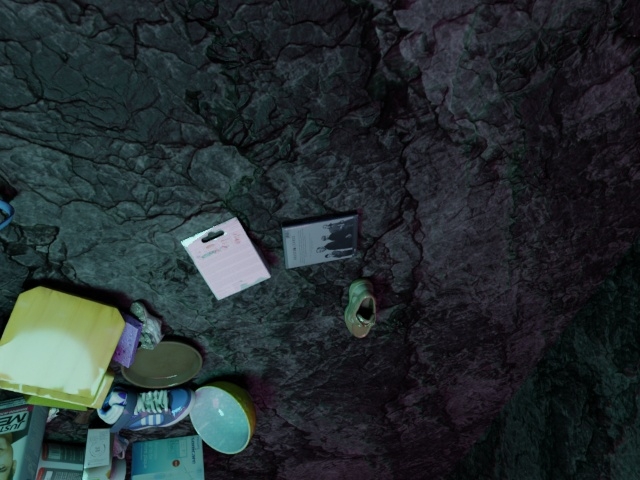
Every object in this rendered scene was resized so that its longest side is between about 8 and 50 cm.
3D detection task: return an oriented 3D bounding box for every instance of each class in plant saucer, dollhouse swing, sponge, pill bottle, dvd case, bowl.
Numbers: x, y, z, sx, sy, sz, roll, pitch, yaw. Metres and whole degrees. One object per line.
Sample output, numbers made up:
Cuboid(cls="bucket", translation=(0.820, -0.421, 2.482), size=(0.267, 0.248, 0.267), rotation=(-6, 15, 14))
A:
Cuboid(cls="plant saucer", translation=(-0.894, 0.518, 1.629), size=(0.188, 0.188, 0.045), rotation=(23, 77, -33))
Cuboid(cls="dollhouse swing", translation=(-0.802, 0.316, 1.483), size=(0.346, 0.305, 0.315), rotation=(22, 164, -23))
Cuboid(cls="sponge", translation=(-0.645, 0.314, 1.549), size=(0.117, 0.031, 0.210), rotation=(29, 125, 3))
Cuboid(cls="pill bottle", translation=(-0.991, 0.938, 1.926), size=(0.363, 0.210, 0.210), rotation=(27, 119, -35))
Cuboid(cls="dvd case", translation=(0.000, 0.000, 1.510), size=(0.238, 0.030, 0.179), rotation=(-9, 134, -9))
Cuboid(cls="bowl", translation=(-0.358, 0.668, 1.900), size=(0.289, 0.289, 0.156), rotation=(-53, 169, 28))
Cuboid(cls="plant saucer", translation=(-0.565, 0.436, 1.721), size=(0.277, 0.041, 0.278), rotation=(-9, 133, -10))

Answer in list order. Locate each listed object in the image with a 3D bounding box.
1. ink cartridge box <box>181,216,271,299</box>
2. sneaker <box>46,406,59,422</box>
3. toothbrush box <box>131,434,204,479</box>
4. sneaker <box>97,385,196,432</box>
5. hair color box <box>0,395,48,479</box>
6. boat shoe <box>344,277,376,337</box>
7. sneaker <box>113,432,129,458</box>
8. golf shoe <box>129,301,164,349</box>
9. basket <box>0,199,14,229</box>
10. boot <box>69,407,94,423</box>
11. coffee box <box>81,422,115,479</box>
Cuboid(cls="ink cartridge box", translation=(-0.281, 0.050, 1.465), size=(0.189, 0.066, 0.232), rotation=(-24, 113, 4))
Cuboid(cls="sneaker", translation=(-0.992, 0.648, 1.783), size=(0.037, 0.032, 0.083), rotation=(13, 127, -30))
Cuboid(cls="toothbrush box", translation=(-0.658, 0.983, 2.074), size=(0.295, 0.216, 0.126), rotation=(2, 131, -19))
Cuboid(cls="sneaker", translation=(-0.657, 0.606, 1.779), size=(0.322, 0.130, 0.236), rotation=(-21, 141, 11))
Cuboid(cls="hair color box", translation=(-1.043, 0.710, 1.583), size=(0.185, 0.374, 0.114), rotation=(-10, 134, -9))
Cuboid(cls="boat shoe", translation=(0.153, 0.271, 1.762), size=(0.109, 0.098, 0.302), rotation=(-9, 133, -10))
Cuboid(cls="sneaker", translation=(-0.850, 0.836, 1.969), size=(0.071, 0.083, 0.191), rotation=(-22, 133, 4))
Cuboid(cls="golf shoe", translation=(-0.559, 0.263, 1.557), size=(0.069, 0.086, 0.176), rotation=(7, 118, 26))
Cuboid(cls="basket", translation=(-0.850, -0.073, 1.019), size=(0.289, 0.255, 0.201), rotation=(30, 117, -15))
Cuboid(cls="boot", translation=(-0.917, 0.655, 1.815), size=(0.106, 0.037, 0.114), rotation=(19, 128, -29))
Cuboid(cls="coffee box", translation=(-0.846, 0.835, 1.829), size=(0.098, 0.247, 0.141), rotation=(7, 166, -24))
